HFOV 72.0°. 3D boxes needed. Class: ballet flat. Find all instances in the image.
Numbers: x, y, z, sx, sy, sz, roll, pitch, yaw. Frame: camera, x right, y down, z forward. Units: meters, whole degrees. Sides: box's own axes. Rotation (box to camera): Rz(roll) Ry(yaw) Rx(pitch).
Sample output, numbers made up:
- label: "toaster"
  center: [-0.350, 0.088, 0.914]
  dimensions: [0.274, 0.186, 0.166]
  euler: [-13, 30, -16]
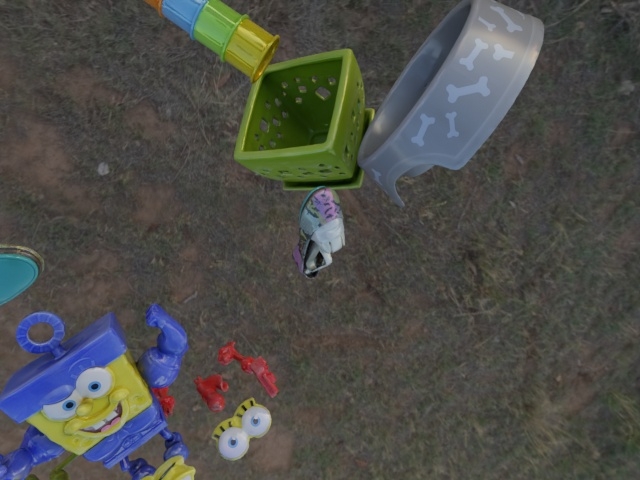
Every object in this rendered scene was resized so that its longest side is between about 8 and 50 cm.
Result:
- label: "ballet flat"
  center: [-0.600, 0.082, 0.660]
  dimensions: [0.348, 0.123, 0.123]
  euler: [-31, 119, -12]
- label: "ballet flat"
  center: [0.000, 0.000, 0.737]
  dimensions: [0.076, 0.079, 0.221]
  euler: [-20, 156, -23]

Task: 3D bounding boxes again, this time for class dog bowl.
- label: "dog bowl"
  center: [0.184, -0.227, 0.718]
  dimensions: [0.102, 0.349, 0.349]
  euler: [32, 106, -10]

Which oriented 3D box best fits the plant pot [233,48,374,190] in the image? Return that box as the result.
- label: "plant pot"
  center: [-0.014, -0.224, 0.921]
  dimensions: [0.228, 0.227, 0.207]
  euler: [2, 160, 28]

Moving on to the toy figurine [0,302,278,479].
- label: "toy figurine"
  center: [-0.250, 0.165, 0.448]
  dimensions: [0.362, 0.191, 0.217]
  euler: [-33, 118, -15]

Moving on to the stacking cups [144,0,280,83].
- label: "stacking cups"
  center: [-0.222, -0.404, 0.750]
  dimensions: [0.316, 0.096, 0.096]
  euler: [34, 105, -10]
